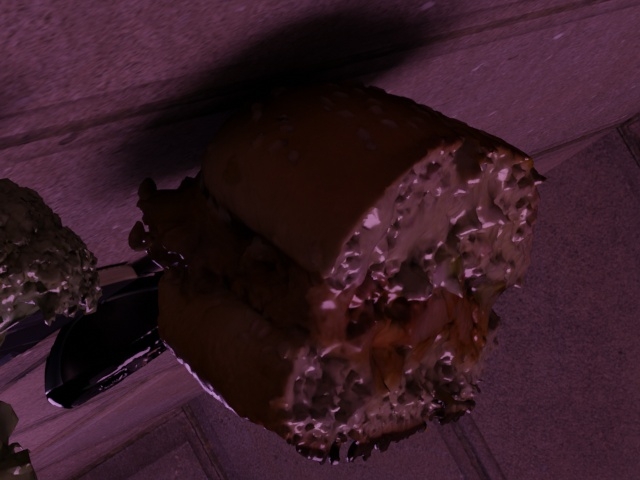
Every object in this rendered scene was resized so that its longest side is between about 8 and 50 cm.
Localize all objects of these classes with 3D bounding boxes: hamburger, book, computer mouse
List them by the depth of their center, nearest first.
[{"bbox_3d":[0.000,0.000,1.366,0.445,0.287,0.268,-7,117,-67],"label":"hamburger"},{"bbox_3d":[-0.388,0.134,1.703,0.374,0.028,0.262,-32,174,24],"label":"book"},{"bbox_3d":[-0.213,0.094,1.831,0.233,0.096,0.137,-35,179,9],"label":"computer mouse"}]

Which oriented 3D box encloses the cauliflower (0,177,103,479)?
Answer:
[{"bbox_3d":[-0.266,0.097,1.006,0.272,0.250,0.275,-27,168,-32],"label":"cauliflower"}]
